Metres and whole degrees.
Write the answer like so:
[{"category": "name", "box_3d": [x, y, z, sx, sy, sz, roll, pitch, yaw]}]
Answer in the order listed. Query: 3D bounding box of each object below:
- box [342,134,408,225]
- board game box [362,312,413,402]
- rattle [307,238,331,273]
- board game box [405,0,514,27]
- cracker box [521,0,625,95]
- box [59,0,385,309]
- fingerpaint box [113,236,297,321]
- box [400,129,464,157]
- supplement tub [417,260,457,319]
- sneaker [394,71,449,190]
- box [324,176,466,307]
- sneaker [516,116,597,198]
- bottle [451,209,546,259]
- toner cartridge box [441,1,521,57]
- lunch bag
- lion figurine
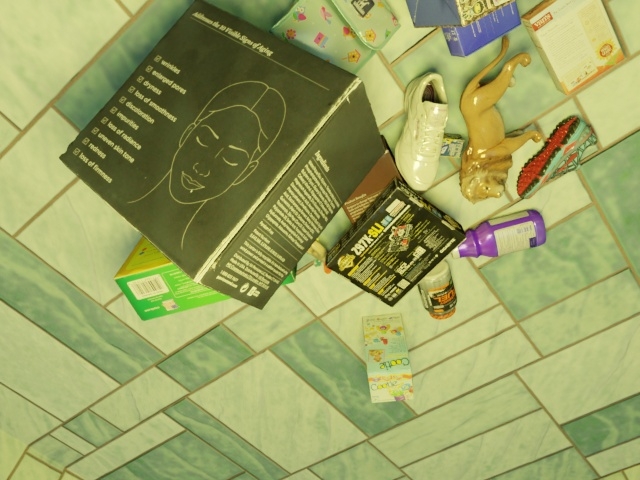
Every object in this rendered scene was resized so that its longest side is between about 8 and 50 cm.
[{"category": "box", "box_3d": [0.185, -0.095, 1.414, 0.191, 0.143, 0.381, -23, 120, 15]}, {"category": "board game box", "box_3d": [0.228, 0.397, 1.632, 0.145, 0.275, 0.142, -7, 121, 6]}, {"category": "rattle", "box_3d": [0.000, 0.000, 1.538, 0.130, 0.142, 0.200, -6, 145, 43]}, {"category": "board game box", "box_3d": [0.339, -0.561, 0.957, 0.291, 0.232, 0.141, -28, 117, -2]}, {"category": "cracker box", "box_3d": [0.633, -0.509, 1.191, 0.156, 0.067, 0.232, -33, 116, 18]}, {"category": "box", "box_3d": [-0.201, -0.190, 1.045, 0.471, 0.480, 0.297, -52, 155, -3]}, {"category": "fingerpaint box", "box_3d": [-0.288, 0.011, 1.351, 0.445, 0.371, 0.163, -15, 119, 10]}, {"category": "box", "box_3d": [0.314, -0.274, 1.345, 0.169, 0.059, 0.054, 5, 119, -2]}, {"category": "supplement tub", "box_3d": [0.387, 0.164, 1.579, 0.117, 0.117, 0.190, -16, 120, 11]}, {"category": "sneaker", "box_3d": [0.265, -0.283, 1.230, 0.114, 0.152, 0.304, 0, 95, -8]}, {"category": "box", "box_3d": [0.209, 0.016, 1.359, 0.257, 0.079, 0.322, 33, 117, -15]}, {"category": "sneaker", "box_3d": [0.678, -0.212, 1.351, 0.125, 0.104, 0.261, 25, 119, -16]}, {"category": "bottle", "box_3d": [0.547, -0.008, 1.484, 0.283, 0.092, 0.118, -16, 119, 11]}, {"category": "toner cartridge box", "box_3d": [0.332, -0.627, 1.098, 0.165, 0.075, 0.347, -31, 117, -1]}, {"category": "lunch bag", "box_3d": [0.039, -0.516, 1.150, 0.262, 0.160, 0.223, -41, 110, 11]}, {"category": "lion figurine", "box_3d": [0.442, -0.304, 1.255, 0.240, 0.142, 0.392, -26, 113, -4]}]
